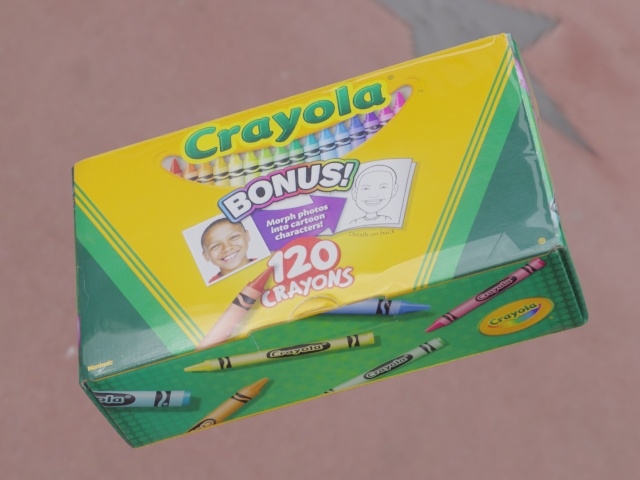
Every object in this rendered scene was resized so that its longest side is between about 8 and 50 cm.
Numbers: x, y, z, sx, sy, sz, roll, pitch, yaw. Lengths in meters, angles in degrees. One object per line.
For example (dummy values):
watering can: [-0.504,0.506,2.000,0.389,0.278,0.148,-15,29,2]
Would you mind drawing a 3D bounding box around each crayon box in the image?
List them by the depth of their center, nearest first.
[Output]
crayon box: [0.000,0.000,1.121,0.081,0.278,0.165,62,15,-49]
